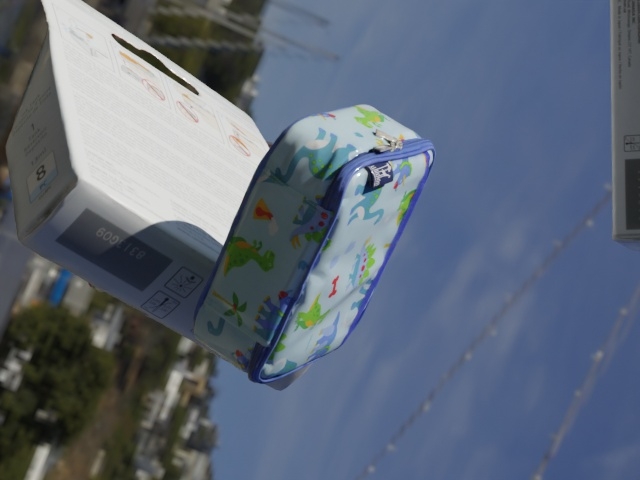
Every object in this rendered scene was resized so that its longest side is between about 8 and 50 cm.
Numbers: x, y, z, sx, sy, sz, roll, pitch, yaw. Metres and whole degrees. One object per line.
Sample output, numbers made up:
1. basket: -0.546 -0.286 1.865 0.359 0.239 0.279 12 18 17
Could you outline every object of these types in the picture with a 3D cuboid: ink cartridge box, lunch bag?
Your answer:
1. ink cartridge box: -0.159 -0.065 1.451 0.091 0.308 0.385 -45 -144 17
2. lunch bag: 0.000 0.000 1.234 0.176 0.090 0.219 -17 137 -60
3. ink cartridge box: 0.347 -0.126 1.600 0.239 0.060 0.275 13 76 -70

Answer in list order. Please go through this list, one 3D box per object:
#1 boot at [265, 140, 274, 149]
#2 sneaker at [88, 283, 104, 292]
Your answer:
1. boot: -0.096 -0.087 2.188 0.106 0.037 0.114 18 84 -89
2. sneaker: -0.126 0.032 1.797 0.121 0.299 0.112 -101 -172 -51
